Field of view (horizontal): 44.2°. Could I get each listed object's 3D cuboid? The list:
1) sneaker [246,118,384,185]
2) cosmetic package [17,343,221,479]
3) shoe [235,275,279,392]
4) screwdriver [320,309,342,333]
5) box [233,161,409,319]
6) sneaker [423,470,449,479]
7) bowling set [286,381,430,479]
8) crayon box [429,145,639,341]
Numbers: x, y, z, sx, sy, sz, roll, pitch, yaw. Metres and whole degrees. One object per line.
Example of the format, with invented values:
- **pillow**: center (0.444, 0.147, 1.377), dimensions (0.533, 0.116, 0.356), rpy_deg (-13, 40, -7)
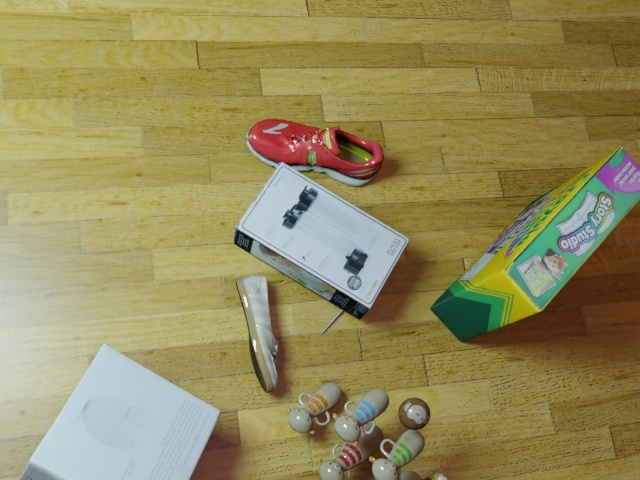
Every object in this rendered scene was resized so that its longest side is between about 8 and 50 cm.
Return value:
- **sneaker**: center (-0.005, -0.194, 1.555), dimensions (0.279, 0.118, 0.107), rpy_deg (11, 70, -12)
- **cosmetic package**: center (-0.316, 0.329, 1.252), dimensions (0.224, 0.138, 0.224), rpy_deg (32, 48, -8)
- **shoe**: center (-0.104, 0.166, 1.436), dimensions (0.058, 0.076, 0.219), rpy_deg (-11, 74, -13)
- **screwdriver**: center (0.057, 0.121, 1.525), dimensions (0.025, 0.024, 0.170), rpy_deg (28, 66, 26)
- **box**: center (0.000, 0.000, 1.498), dimensions (0.290, 0.087, 0.169), rpy_deg (30, 68, 1)
- **sneaker**: center (0.239, 0.514, 1.429), dimensions (0.084, 0.069, 0.185), rpy_deg (-38, 79, -14)
- **bowling set**: center (0.082, 0.338, 1.339), dimensions (0.287, 0.200, 0.154), rpy_deg (44, 45, 14)
- **crayon box**: center (0.410, 0.014, 1.496), dimensions (0.106, 0.313, 0.363), rpy_deg (47, 67, 2)
